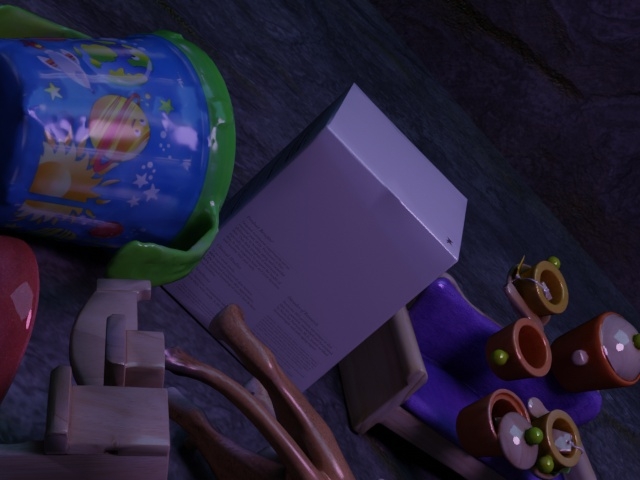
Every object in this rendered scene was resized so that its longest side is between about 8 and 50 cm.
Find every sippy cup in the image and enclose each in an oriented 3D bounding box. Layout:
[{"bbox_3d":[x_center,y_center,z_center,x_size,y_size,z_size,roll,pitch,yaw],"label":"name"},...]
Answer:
[{"bbox_3d":[-0.238,-0.096,1.156,0.305,0.240,0.224,15,9,41],"label":"sippy cup"}]

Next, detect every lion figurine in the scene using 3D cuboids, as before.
[{"bbox_3d":[-0.020,0.209,1.012,0.240,0.142,0.392,49,-2,18],"label":"lion figurine"}]

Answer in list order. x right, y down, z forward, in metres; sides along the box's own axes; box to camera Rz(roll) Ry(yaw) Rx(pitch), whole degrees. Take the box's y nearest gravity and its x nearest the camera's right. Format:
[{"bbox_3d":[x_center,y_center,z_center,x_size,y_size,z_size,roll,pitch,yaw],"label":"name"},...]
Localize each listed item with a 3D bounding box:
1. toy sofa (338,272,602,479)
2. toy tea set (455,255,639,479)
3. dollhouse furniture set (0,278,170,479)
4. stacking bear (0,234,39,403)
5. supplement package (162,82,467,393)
[{"bbox_3d":[0.207,0.212,1.507,0.362,0.177,0.150,36,24,-28],"label":"toy sofa"},{"bbox_3d":[0.288,0.159,1.434,0.200,0.124,0.336,49,43,-17],"label":"toy tea set"},{"bbox_3d":[-0.201,0.118,0.817,0.173,0.303,0.356,3,34,-11],"label":"dollhouse furniture set"},{"bbox_3d":[-0.352,0.023,0.803,0.289,0.164,0.175,25,30,-36],"label":"stacking bear"},{"bbox_3d":[0.000,0.000,1.356,0.199,0.262,0.198,45,21,-8],"label":"supplement package"}]
